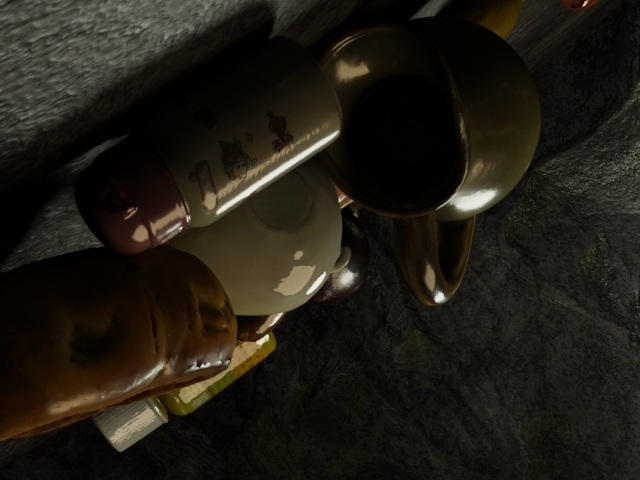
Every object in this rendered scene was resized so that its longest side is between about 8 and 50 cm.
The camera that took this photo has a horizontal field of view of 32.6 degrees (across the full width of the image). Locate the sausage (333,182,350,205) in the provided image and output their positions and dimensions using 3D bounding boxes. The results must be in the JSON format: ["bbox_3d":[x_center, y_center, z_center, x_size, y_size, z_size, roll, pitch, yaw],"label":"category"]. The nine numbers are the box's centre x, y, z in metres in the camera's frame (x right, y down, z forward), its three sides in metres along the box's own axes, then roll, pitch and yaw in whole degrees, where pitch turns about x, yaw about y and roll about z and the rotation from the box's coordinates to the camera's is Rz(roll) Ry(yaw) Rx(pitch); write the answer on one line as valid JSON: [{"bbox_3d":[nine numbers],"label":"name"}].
[{"bbox_3d":[-0.001,-0.100,1.524,0.304,0.121,0.121,-32,175,-30],"label":"sausage"}]

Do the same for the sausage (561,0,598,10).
[{"bbox_3d":[0.487,-0.462,1.893,0.197,0.076,0.076,-36,177,-31],"label":"sausage"}]

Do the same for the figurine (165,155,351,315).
[{"bbox_3d":[-0.101,-0.027,1.304,0.275,0.226,0.394,-65,-166,-20],"label":"figurine"}]

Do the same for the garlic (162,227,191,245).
[{"bbox_3d":[-0.137,-0.060,1.052,0.195,0.087,0.101,-40,-171,16],"label":"garlic"}]

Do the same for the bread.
[{"bbox_3d":[-0.270,0.099,0.962,0.337,0.148,0.328,-21,173,25],"label":"bread"}]

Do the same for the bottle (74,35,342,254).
[{"bbox_3d":[-0.099,-0.075,0.938,0.233,0.110,0.110,-36,177,-20],"label":"bottle"}]

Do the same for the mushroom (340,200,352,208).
[{"bbox_3d":[0.084,-0.137,1.993,0.351,0.095,0.123,-37,-173,44],"label":"mushroom"}]

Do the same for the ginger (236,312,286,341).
[{"bbox_3d":[-0.082,0.017,1.701,0.133,0.107,0.309,-87,179,-49],"label":"ginger"}]

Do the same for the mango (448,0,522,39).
[{"bbox_3d":[0.224,-0.300,1.475,0.161,0.076,0.103,-45,176,-40],"label":"mango"}]

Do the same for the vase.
[{"bbox_3d":[0.121,-0.088,1.240,0.240,0.330,0.302,-3,-170,21],"label":"vase"}]

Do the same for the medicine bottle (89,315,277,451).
[{"bbox_3d":[-0.299,0.238,2.212,0.384,0.224,0.224,-36,176,-9],"label":"medicine bottle"}]

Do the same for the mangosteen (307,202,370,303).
[{"bbox_3d":[0.000,0.000,2.225,0.228,0.228,0.265,-41,-160,50],"label":"mangosteen"}]
